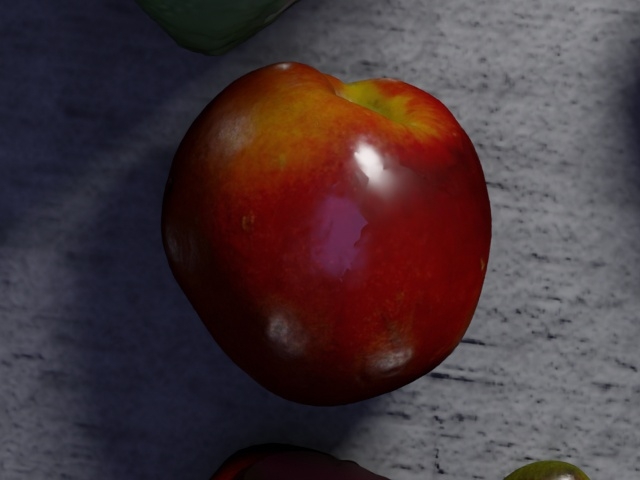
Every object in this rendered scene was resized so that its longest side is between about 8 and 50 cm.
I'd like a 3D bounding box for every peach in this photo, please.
[{"bbox_3d":[0.000,0.000,1.307,0.243,0.199,0.243,3,105,12],"label":"peach"}]

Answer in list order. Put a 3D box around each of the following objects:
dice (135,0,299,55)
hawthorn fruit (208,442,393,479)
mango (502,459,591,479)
[{"bbox_3d":[-0.049,-0.322,1.182,0.318,0.330,0.322,-37,97,4],"label":"dice"},{"bbox_3d":[-0.026,0.268,1.360,0.215,0.215,0.250,33,98,-4],"label":"hawthorn fruit"},{"bbox_3d":[0.172,0.286,1.399,0.133,0.111,0.267,3,103,18],"label":"mango"}]
